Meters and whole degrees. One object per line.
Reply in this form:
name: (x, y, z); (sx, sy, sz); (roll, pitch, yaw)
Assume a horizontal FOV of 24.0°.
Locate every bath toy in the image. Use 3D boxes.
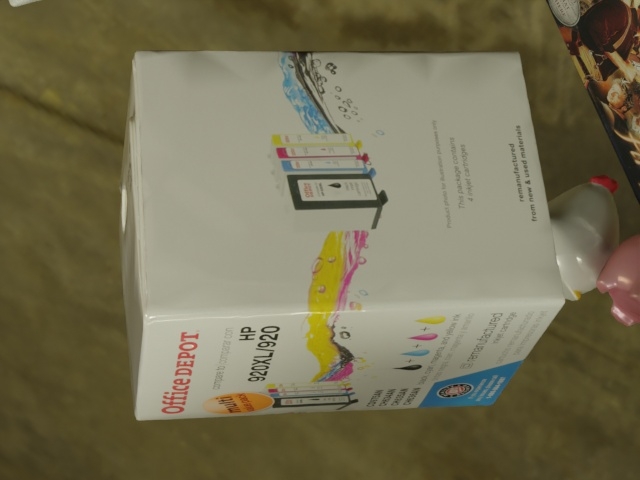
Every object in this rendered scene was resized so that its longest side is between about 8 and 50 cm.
bath toy: (0.338, 0.035, 1.379); (0.348, 0.129, 0.151); (25, 160, 41)

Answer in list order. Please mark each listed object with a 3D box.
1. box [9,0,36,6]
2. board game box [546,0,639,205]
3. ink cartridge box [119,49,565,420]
box: (-0.159, -0.289, 1.122); (0.119, 0.182, 0.181); (-7, 103, 54)
board game box: (0.275, -0.124, 1.192); (0.243, 0.042, 0.165); (65, 159, -1)
ink cartridge box: (0.000, 0.000, 0.899); (0.232, 0.168, 0.171); (-1, 154, -10)
